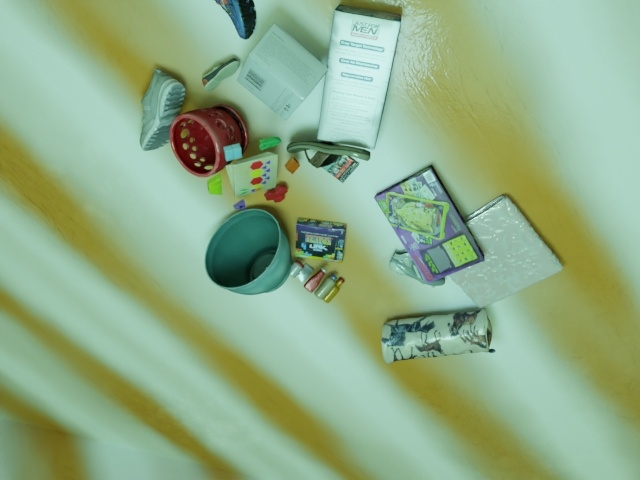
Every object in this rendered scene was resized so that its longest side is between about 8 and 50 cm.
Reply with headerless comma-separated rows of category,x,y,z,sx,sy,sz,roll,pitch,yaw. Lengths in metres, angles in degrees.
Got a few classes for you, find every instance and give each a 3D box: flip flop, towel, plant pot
flip flop,0.017,-0.249,1.429,0.277,0.112,0.080,13,106,26
towel,0.567,0.050,1.597,0.317,0.053,0.332,-35,111,30
plant pot,-0.321,-0.303,1.445,0.191,0.174,0.191,17,123,27
plant pot,-0.220,0.066,1.659,0.293,0.293,0.196,-14,147,20

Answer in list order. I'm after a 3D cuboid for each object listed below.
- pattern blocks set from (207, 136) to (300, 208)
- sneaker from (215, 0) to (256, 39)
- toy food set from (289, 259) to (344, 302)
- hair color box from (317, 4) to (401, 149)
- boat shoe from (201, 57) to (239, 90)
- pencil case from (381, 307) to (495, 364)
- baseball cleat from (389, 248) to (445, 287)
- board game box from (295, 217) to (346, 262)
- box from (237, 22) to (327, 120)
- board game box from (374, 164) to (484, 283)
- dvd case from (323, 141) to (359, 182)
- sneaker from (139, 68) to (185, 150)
pattern blocks set,-0.201,-0.196,1.463,0.286,0.026,0.325,-13,155,-24
sneaker,-0.241,-0.645,1.284,0.087,0.083,0.221,-6,118,32
toy food set,-0.025,0.122,1.746,0.232,0.111,0.104,41,92,-4
hair color box,0.101,-0.440,1.325,0.174,0.105,0.347,12,126,3
boat shoe,-0.294,-0.492,1.411,0.137,0.049,0.043,-29,74,28
pencil case,0.416,0.355,1.771,0.411,0.159,0.183,-12,143,19
baseball cleat,0.343,0.091,1.662,0.206,0.072,0.109,16,119,-4
board game box,0.000,0.000,1.684,0.170,0.048,0.141,7,126,7
box,-0.107,-0.447,1.304,0.182,0.119,0.181,37,165,-14
board game box,0.347,-0.044,1.542,0.208,0.056,0.346,-27,104,24
dvd case,0.050,-0.246,1.526,0.119,0.013,0.087,34,124,-13
sneaker,-0.504,-0.401,1.505,0.115,0.105,0.281,49,127,14
